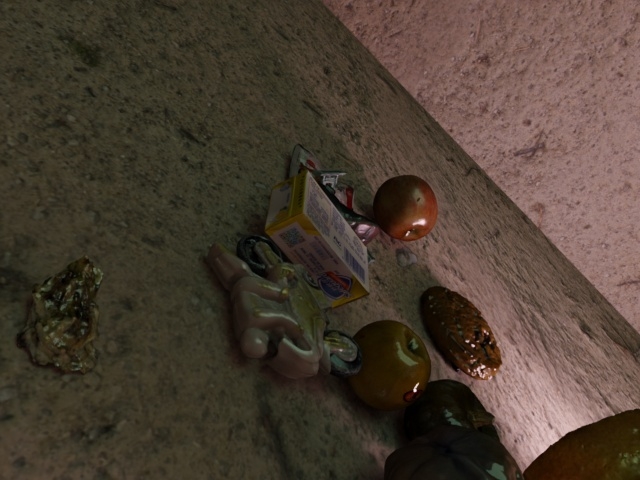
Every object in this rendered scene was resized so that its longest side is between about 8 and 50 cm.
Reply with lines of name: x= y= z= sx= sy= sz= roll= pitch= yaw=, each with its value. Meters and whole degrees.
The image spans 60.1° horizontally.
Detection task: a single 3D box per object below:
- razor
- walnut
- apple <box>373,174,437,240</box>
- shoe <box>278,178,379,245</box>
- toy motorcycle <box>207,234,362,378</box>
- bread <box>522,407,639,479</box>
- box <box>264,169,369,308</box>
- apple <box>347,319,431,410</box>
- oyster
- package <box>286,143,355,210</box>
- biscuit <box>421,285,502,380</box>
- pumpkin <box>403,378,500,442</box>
razor: x=0.065 y=-0.060 z=1.454 sx=0.111 sy=0.056 sz=0.278 roll=-11 pitch=75 yaw=-53
walnut: x=0.222 y=0.434 z=0.902 sx=0.248 sy=0.248 sz=0.248 roll=32 pitch=33 yaw=-24
apple: x=0.249 y=-0.092 z=1.618 sx=0.188 sy=0.188 sz=0.173 roll=18 pitch=51 yaw=-41
shoe: x=0.008 y=-0.066 z=1.353 sx=0.291 sy=0.114 sz=0.137 roll=23 pitch=36 yaw=-27
toy motorcycle: x=-0.079 y=0.129 z=1.002 sx=0.223 sy=0.108 sz=0.340 roll=-18 pitch=63 yaw=-48
bread: x=0.623 y=0.532 z=1.157 sx=0.398 sy=0.398 sz=0.215 roll=22 pitch=26 yaw=-37
box: x=0.000 y=0.000 z=1.197 sx=0.265 sy=0.097 sz=0.168 roll=50 pitch=24 yaw=-32
apple: x=0.136 y=0.242 z=1.091 sx=0.182 sy=0.155 sz=0.182 roll=26 pitch=34 yaw=-20
oyster: x=-0.348 y=0.096 z=0.752 sx=0.108 sy=0.053 sz=0.165 roll=10 pitch=52 yaw=-32
package: x=0.008 y=-0.152 z=1.525 sx=0.239 sy=0.030 sz=0.154 roll=36 pitch=42 yaw=-29
biscuit: x=0.391 y=0.242 z=1.507 sx=0.296 sy=0.075 sz=0.296 roll=33 pitch=32 yaw=-24
pumpkin: x=0.274 y=0.379 z=1.106 sx=0.219 sy=0.162 sz=0.219 roll=37 pitch=31 yaw=-26
